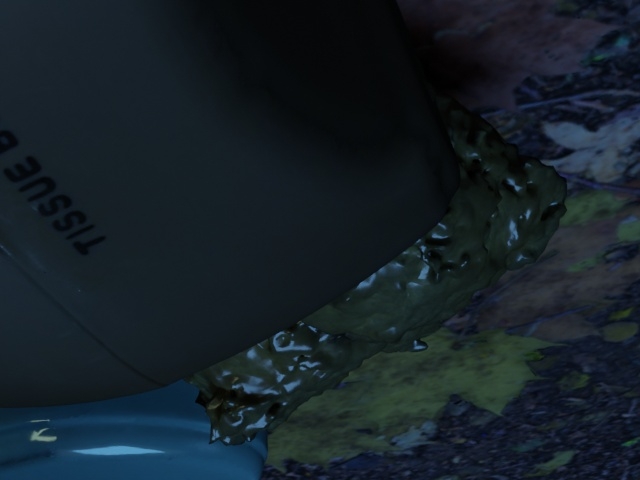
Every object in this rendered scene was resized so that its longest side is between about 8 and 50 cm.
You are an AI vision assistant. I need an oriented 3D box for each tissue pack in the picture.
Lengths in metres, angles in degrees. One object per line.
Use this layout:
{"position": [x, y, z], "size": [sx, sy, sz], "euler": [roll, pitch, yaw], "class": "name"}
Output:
{"position": [-0.136, -0.115, 0.531], "size": [0.277, 0.267, 0.387], "euler": [-20, 145, 9], "class": "tissue pack"}

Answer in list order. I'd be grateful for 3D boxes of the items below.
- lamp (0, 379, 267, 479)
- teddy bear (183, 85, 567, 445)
{"position": [-0.153, 0.140, 1.039], "size": [0.209, 0.147, 0.284], "euler": [13, 133, -28], "class": "lamp"}
{"position": [0.000, 0.000, 0.864], "size": [0.267, 0.156, 0.256], "euler": [15, 138, -31], "class": "teddy bear"}
